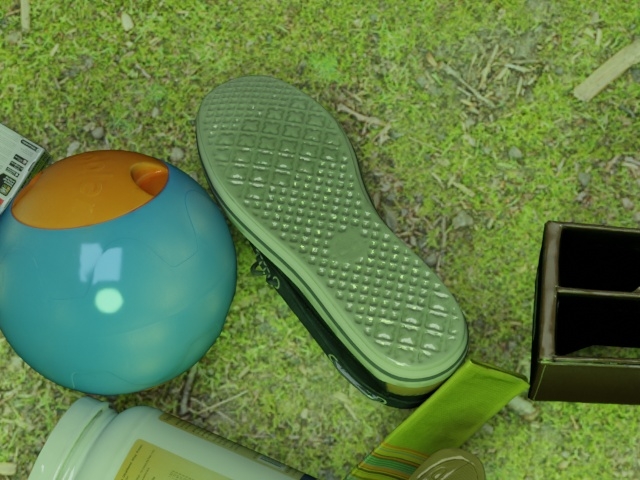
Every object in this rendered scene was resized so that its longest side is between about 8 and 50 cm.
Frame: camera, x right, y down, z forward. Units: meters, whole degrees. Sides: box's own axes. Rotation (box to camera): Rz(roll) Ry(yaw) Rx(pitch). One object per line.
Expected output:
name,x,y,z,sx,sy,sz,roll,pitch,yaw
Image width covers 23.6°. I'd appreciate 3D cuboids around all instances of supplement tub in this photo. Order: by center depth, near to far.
supplement tub,-0.163,0.323,1.730,0.316,0.228,0.228,23,80,8

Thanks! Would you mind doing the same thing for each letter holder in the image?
letter holder,0.345,0.091,1.696,0.215,0.302,0.152,3,77,7

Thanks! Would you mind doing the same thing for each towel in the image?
towel,0.128,0.222,1.742,0.237,0.102,0.021,-47,46,27

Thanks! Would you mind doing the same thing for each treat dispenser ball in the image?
treat dispenser ball,-0.241,0.038,1.781,0.288,0.288,0.288,-1,77,6

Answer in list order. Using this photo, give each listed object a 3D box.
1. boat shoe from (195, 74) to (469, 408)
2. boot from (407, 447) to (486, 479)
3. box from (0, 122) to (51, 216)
boat shoe,0.000,0.000,1.832,0.187,0.156,0.500,-27,61,-19
boot,0.130,0.359,1.707,0.095,0.203,0.261,16,85,19
box,-0.464,-0.117,1.971,0.207,0.036,0.114,31,82,12
